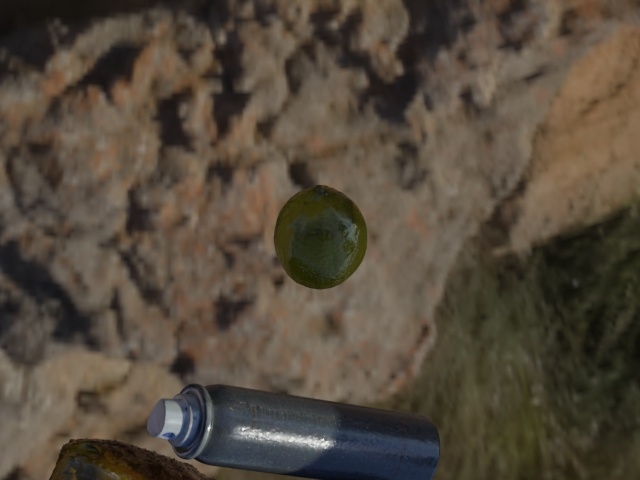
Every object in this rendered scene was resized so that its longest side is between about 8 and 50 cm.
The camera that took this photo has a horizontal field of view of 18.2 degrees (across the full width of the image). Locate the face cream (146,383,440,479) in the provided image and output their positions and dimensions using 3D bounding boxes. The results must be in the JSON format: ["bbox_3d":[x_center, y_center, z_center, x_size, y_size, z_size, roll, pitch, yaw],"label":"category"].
[{"bbox_3d":[-0.024,0.176,1.802,0.283,0.073,0.073,11,123,-31],"label":"face cream"}]

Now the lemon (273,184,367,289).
[{"bbox_3d":[0.000,0.000,1.732,0.082,0.082,0.110,-3,144,-2],"label":"lemon"}]

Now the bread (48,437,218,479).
[{"bbox_3d":[-0.078,0.282,1.917,0.380,0.185,0.109,21,93,1],"label":"bread"}]
